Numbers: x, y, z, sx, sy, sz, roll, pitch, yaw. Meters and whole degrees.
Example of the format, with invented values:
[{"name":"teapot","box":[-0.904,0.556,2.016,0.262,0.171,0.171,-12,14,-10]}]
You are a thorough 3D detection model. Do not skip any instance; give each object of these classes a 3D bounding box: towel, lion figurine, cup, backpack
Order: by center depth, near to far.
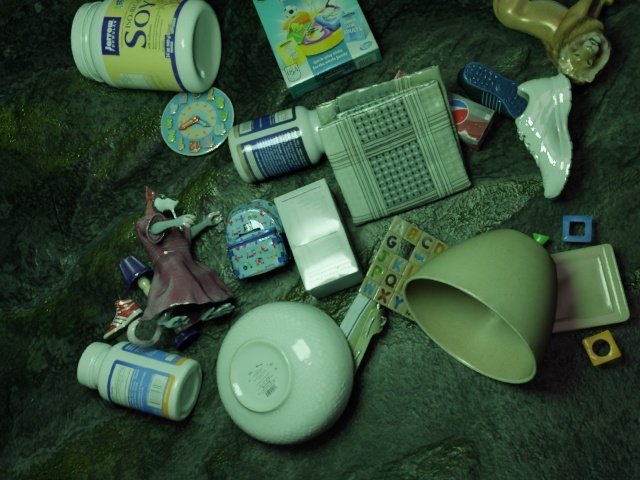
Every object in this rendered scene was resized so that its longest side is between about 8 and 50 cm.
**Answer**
[{"name":"cup","box":[0.380,0.114,1.608,0.331,0.331,0.237,35,66,17]},{"name":"towel","box":[0.174,-0.220,1.751,0.312,0.056,0.324,-18,109,9]},{"name":"backpack","box":[-0.159,-0.008,1.804,0.158,0.117,0.173,-14,94,9]},{"name":"lion figurine","box":[0.553,-0.547,1.810,0.392,0.142,0.240,36,94,31]}]

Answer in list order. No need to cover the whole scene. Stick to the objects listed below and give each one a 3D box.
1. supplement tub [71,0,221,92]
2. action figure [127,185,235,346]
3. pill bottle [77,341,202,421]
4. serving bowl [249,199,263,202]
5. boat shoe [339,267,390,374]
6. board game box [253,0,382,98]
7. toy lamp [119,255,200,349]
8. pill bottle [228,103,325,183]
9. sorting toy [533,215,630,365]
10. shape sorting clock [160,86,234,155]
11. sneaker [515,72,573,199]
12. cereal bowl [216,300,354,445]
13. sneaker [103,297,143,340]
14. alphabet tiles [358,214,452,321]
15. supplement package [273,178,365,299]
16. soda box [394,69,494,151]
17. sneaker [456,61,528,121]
[{"name":"supplement tub","box":[-0.452,-0.515,1.937,0.331,0.241,0.241,6,78,13]},{"name":"action figure","box":[-0.366,0.042,1.801,0.276,0.248,0.370,-33,72,11]},{"name":"pill bottle","box":[-0.439,0.332,1.787,0.272,0.152,0.152,12,80,15]},{"name":"serving bowl","box":[-0.157,-0.061,1.883,0.083,0.027,0.083,-2,77,10]},{"name":"boat shoe","box":[0.105,0.189,1.744,0.094,0.109,0.302,29,95,4]},{"name":"board game box","box":[-0.020,-0.578,1.947,0.254,0.079,0.336,-23,74,5]},{"name":"toy lamp","box":[-0.413,0.152,1.863,0.080,0.080,0.274,-40,74,1]},{"name":"pill bottle","box":[-0.084,-0.248,1.846,0.265,0.153,0.153,-16,75,8]},{"name":"sorting toy","box":[0.583,0.115,1.681,0.196,0.047,0.347,-13,72,15]},{"name":"shape sorting clock","box":[-0.330,-0.322,1.972,0.206,0.040,0.206,-2,77,11]},{"name":"sneaker","box":[0.525,-0.241,1.733,0.129,0.111,0.297,-2,83,11]},{"name":"cereal bowl","box":[-0.103,0.302,1.686,0.339,0.141,0.338,-4,82,26]},{"name":"sneaker","box":[-0.519,0.198,1.890,0.118,0.042,0.067,-39,77,-7]},{"name":"alphabet tiles","box":[0.228,0.083,1.714,0.237,0.009,0.198,28,82,-16]},{"name":"supplement package","box":[0.000,0.000,1.781,0.139,0.134,0.244,-21,74,6]},{"name":"soda box","box":[0.291,-0.319,1.821,0.263,0.083,0.092,28,86,16]},{"name":"sneaker","box":[0.437,-0.353,1.808,0.232,0.090,0.081,35,85,-5]}]
